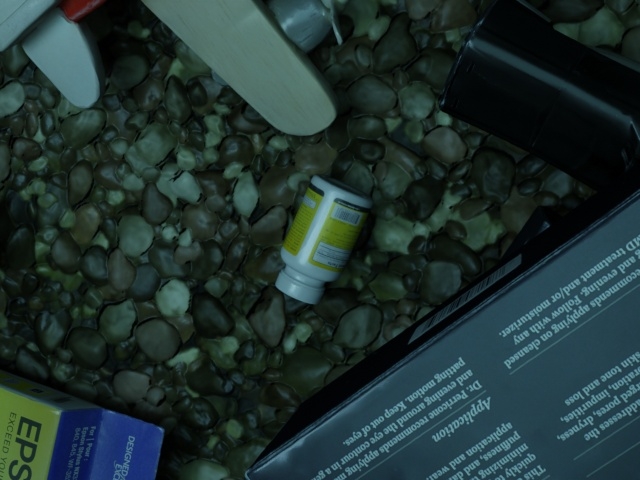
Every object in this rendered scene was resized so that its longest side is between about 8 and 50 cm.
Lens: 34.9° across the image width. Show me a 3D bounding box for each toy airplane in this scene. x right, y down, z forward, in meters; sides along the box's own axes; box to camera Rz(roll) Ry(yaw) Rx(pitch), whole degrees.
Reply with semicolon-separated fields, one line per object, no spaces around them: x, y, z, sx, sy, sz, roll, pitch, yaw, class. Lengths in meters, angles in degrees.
-0.147;-0.299;0.912;0.385;0.272;0.386;17;135;19;toy airplane

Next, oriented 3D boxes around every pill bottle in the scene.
0.000;0.000;0.988;0.065;0.065;0.116;26;100;7;pill bottle

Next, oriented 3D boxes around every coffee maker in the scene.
0.202;-0.126;0.884;0.178;0.171;0.120;28;117;8;coffee maker

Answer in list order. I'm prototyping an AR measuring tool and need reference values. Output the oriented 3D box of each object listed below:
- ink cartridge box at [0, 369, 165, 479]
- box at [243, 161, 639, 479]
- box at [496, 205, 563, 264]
-0.334;0.291;1.048;0.307;0.072;0.303;15;96;24;ink cartridge box
0.187;0.166;0.697;0.343;0.179;0.312;-37;87;12;box
0.272;0.202;0.884;0.395;0.212;0.293;35;101;5;box
